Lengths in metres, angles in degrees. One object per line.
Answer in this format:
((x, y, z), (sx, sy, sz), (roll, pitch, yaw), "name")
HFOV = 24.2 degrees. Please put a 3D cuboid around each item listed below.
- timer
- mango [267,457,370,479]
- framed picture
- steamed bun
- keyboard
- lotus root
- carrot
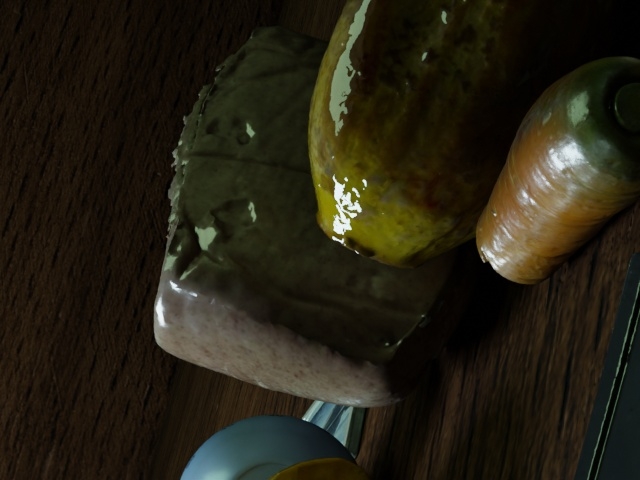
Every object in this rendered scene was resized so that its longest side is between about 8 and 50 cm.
((-0.030, 0.247, 1.243), (0.255, 0.175, 0.175), (73, -154, -55), "timer")
((-0.022, 0.282, 1.044), (0.187, 0.138, 0.257), (-99, 19, -51), "mango")
((0.006, 0.189, 1.460), (0.203, 0.015, 0.150), (121, 166, -51), "framed picture")
((0.000, 0.000, 1.177), (0.199, 0.252, 0.301), (107, -178, -55), "steamed bun")
((0.152, 0.113, 0.740), (0.072, 0.023, 0.231), (164, 125, -71), "keyboard")
((0.098, -0.117, 1.023), (0.290, 0.193, 0.193), (-65, 9, 1), "lotus root")
((0.149, -0.043, 0.892), (0.193, 0.087, 0.087), (124, 163, -66), "carrot")
